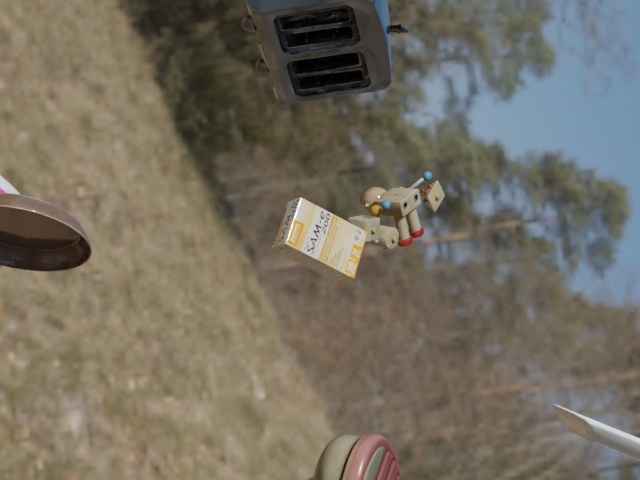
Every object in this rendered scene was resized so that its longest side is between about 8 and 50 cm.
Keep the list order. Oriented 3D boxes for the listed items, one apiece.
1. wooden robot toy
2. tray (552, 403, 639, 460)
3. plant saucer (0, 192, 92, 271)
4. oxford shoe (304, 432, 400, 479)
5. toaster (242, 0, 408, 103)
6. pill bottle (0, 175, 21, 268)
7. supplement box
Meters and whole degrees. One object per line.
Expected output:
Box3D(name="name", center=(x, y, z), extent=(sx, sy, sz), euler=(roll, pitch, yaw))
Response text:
Box3D(name="wooden robot toy", center=(0.079, -0.034, 1.899), extent=(0.173, 0.079, 0.076), euler=(-34, 124, -43))
Box3D(name="tray", center=(0.475, 0.309, 2.220), extent=(0.145, 0.270, 0.030), euler=(-166, -82, -78))
Box3D(name="plant saucer", center=(-0.339, -0.012, 1.709), extent=(0.168, 0.169, 0.029), euler=(89, 7, -65))
Box3D(name="oxford shoe", center=(-0.012, 0.263, 1.321), extent=(0.348, 0.130, 0.123), euler=(98, 16, -52))
Box3D(name="toaster", center=(0.005, -0.262, 1.824), extent=(0.168, 0.186, 0.110), euler=(74, 12, -52))
Box3D(name="pill bottle", center=(-0.564, 0.027, 2.215), extent=(0.283, 0.160, 0.160), euler=(-49, 160, -25))
Box3D(name="supplement box", center=(0.000, 0.000, 1.759), extent=(0.036, 0.098, 0.062), euler=(-18, -130, 58))
